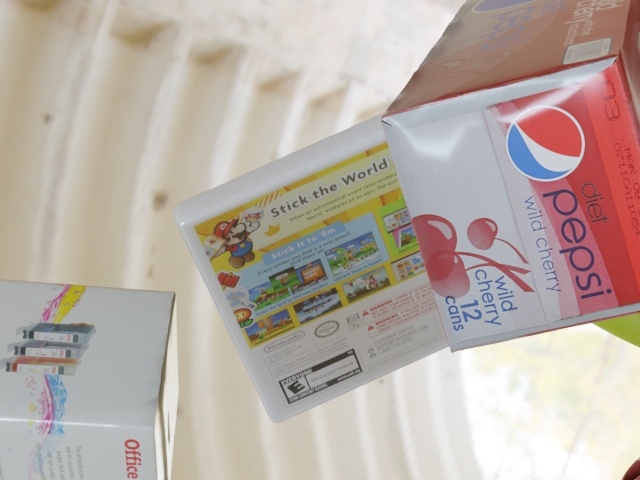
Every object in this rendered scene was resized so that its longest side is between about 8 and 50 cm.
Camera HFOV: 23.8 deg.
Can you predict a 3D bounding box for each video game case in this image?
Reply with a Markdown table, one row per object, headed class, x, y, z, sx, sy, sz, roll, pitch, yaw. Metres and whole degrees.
| class | x | y | z | sx | sy | sz | roll | pitch | yaw |
| --- | --- | --- | --- | --- | --- | --- | --- | --- | --- |
| video game case | 0.038 | 0.009 | 1.031 | 0.026 | 0.227 | 0.206 | -117 | 4 | -49 |

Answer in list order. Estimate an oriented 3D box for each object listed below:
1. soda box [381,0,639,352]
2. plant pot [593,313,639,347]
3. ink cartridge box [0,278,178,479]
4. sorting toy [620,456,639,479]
| class | x | y | z | sx | sy | sz | roll | pitch | yaw |
| --- | --- | --- | --- | --- | --- | --- | --- | --- | --- |
| soda box | 0.097 | -0.051 | 0.610 | 0.083 | 0.092 | 0.263 | -14 | -164 | 18 |
| plant pot | 0.438 | -0.014 | 2.010 | 0.227 | 0.207 | 0.228 | 24 | -142 | -39 |
| ink cartridge box | -0.194 | 0.116 | 1.101 | 0.176 | 0.128 | 0.127 | 5 | -132 | 0 |
| sorting toy | 0.238 | 0.141 | 0.982 | 0.042 | 0.102 | 0.061 | 44 | -178 | -2 |
